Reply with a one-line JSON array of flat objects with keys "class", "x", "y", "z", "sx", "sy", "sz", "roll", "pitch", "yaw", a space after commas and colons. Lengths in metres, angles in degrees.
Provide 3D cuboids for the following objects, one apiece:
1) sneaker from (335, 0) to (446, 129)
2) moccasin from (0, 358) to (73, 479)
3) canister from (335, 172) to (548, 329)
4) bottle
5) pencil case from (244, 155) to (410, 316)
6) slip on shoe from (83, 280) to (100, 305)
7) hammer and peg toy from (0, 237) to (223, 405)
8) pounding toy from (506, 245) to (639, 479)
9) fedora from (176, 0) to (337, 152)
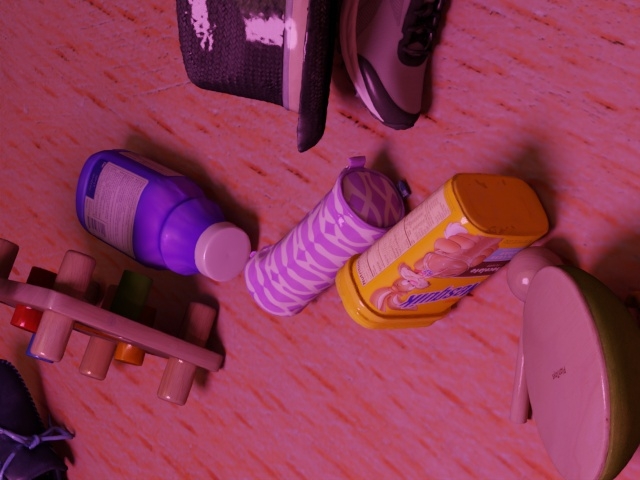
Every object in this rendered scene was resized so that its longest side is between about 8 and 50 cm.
[{"class": "sneaker", "x": 0.083, "y": -0.242, "z": 1.295, "sx": 0.108, "sy": 0.100, "sz": 0.272, "roll": 6, "pitch": 98, "yaw": 35}, {"class": "moccasin", "x": -0.392, "y": 0.320, "z": 1.850, "sx": 0.116, "sy": 0.137, "sz": 0.342, "roll": -23, "pitch": 87, "yaw": 43}, {"class": "canister", "x": 0.112, "y": 0.010, "z": 1.239, "sx": 0.170, "sy": 0.126, "sz": 0.073, "roll": -42, "pitch": 60, "yaw": 39}, {"class": "bottle", "x": -0.191, "y": -0.026, "z": 1.617, "sx": 0.283, "sy": 0.092, "sz": 0.118, "roll": 24, "pitch": 109, "yaw": 47}, {"class": "pencil case", "x": 0.000, "y": 0.000, "z": 1.398, "sx": 0.206, "sy": 0.086, "sz": 0.088, "roll": -43, "pitch": 72, "yaw": 40}, {"class": "slip on shoe", "x": -0.343, "y": 0.078, "z": 1.839, "sx": 0.135, "sy": 0.051, "sz": 0.041, "roll": -15, "pitch": 39, "yaw": 56}, {"class": "hammer and peg toy", "x": -0.321, "y": 0.074, "z": 1.578, "sx": 0.266, "sy": 0.361, "sz": 0.127, "roll": 7, "pitch": 75, "yaw": 50}, {"class": "pounding toy", "x": 0.242, "y": 0.100, "z": 1.126, "sx": 0.237, "sy": 0.110, "sz": 0.183, "roll": -136, "pitch": 41, "yaw": -75}, {"class": "fedora", "x": -0.059, "y": -0.256, "z": 1.309, "sx": 0.334, "sy": 0.152, "sz": 0.334, "roll": 5, "pitch": -90, "yaw": -88}]
